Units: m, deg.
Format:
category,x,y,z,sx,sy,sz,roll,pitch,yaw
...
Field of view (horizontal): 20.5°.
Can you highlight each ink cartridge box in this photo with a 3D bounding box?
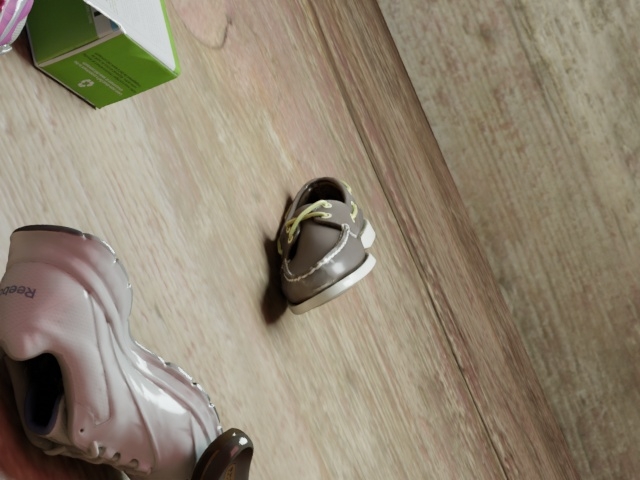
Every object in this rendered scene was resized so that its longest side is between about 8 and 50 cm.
category,x,y,z,sx,sy,sz,roll,pitch,yaw
ink cartridge box,-0.240,-0.255,1.611,0.255,0.097,0.188,33,39,-63

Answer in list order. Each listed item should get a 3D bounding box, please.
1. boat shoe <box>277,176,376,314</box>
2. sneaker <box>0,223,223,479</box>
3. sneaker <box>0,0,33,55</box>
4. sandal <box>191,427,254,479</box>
category,x,y,z,sx,sy,sz,roll,pitch,yaw
boat shoe,0.000,0.000,2.087,0.096,0.117,0.324,62,12,-10
sneaker,-0.175,0.125,1.361,0.297,0.111,0.129,59,40,-36
sneaker,-0.275,-0.171,1.343,0.252,0.103,0.111,-60,172,-46
sandal,-0.071,0.254,1.429,0.090,0.060,0.219,-34,138,-59
